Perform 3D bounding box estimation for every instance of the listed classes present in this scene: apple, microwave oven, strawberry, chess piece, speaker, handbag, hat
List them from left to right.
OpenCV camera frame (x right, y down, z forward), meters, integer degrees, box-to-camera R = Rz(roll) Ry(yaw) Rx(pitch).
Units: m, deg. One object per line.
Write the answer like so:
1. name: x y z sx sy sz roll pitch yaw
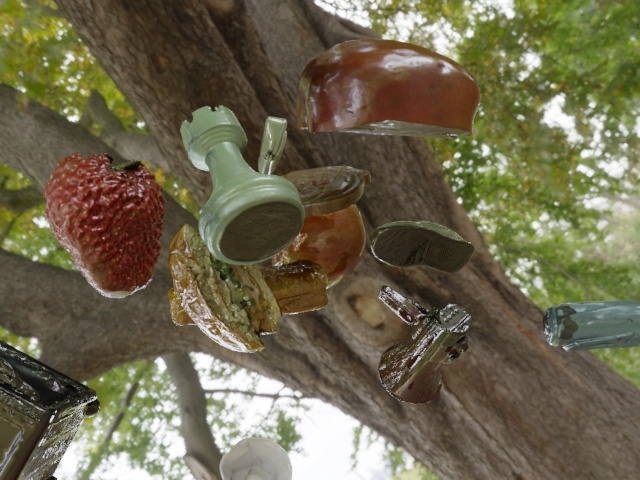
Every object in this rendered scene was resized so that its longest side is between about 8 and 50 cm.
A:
1. microwave oven: -0.428 0.208 0.741 0.188 0.248 0.178 -63 -1 -8
2. strawberry: -0.525 -0.031 1.486 0.268 0.350 0.312 -13 -7 22
3. chess piece: -0.168 -0.121 1.162 0.195 0.299 0.194 -20 -33 -14
4. hat: -0.184 0.672 1.735 0.203 0.203 0.126 -37 -28 -38
5. handbag: -0.166 -0.278 2.029 0.256 0.079 0.219 143 137 -80
6. apple: 0.000 0.000 1.755 0.301 0.302 0.301 -45 -17 -18
7. apple: 0.130 -0.271 1.256 0.295 0.366 0.328 92 180 -49
8. speaker: 0.278 0.257 1.681 0.198 0.259 0.329 -9 -40 -23

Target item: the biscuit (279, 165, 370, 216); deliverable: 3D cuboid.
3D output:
1. biscuit: -0.022 -0.121 1.440 0.257 0.273 0.049 -46 -49 -51

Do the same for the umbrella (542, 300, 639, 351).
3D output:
1. umbrella: 0.352 0.085 0.603 0.052 0.251 0.053 -66 -29 -62

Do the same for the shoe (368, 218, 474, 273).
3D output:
1. shoe: 0.204 0.002 1.282 0.275 0.098 0.103 14 -63 -40

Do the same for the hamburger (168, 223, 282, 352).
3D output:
1. hamburger: -0.206 0.103 1.218 0.157 0.282 0.144 -31 -2 41

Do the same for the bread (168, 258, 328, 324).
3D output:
1. bread: -0.173 0.119 1.481 0.185 0.381 0.109 -124 28 -72
